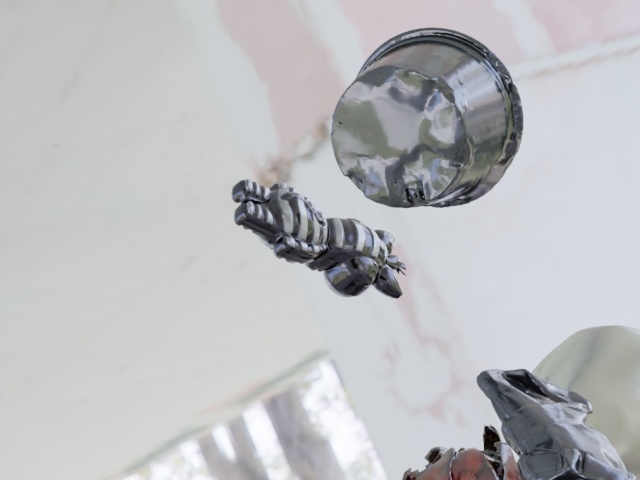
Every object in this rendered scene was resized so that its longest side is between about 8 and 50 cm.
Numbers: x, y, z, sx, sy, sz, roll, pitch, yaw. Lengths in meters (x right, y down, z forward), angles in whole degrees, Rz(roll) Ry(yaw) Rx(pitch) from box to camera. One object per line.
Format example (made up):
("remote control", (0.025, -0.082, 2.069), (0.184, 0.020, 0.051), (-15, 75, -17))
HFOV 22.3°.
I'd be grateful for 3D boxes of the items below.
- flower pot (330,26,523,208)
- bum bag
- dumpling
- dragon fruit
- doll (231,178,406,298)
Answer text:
("flower pot", (0.079, -0.093, 1.354), (0.157, 0.157, 0.107), (-30, 1, 28))
("bum bag", (0.216, 0.189, 1.340), (0.123, 0.248, 0.060), (18, -70, -33))
("dumpling", (0.360, 0.266, 2.178), (0.395, 0.233, 0.315), (-39, -15, -48))
("dragon fruit", (0.153, 0.313, 1.745), (0.182, 0.188, 0.182), (-25, -16, -8))
("doll", (0.000, 0.000, 1.640), (0.219, 0.091, 0.067), (24, -51, -33))
